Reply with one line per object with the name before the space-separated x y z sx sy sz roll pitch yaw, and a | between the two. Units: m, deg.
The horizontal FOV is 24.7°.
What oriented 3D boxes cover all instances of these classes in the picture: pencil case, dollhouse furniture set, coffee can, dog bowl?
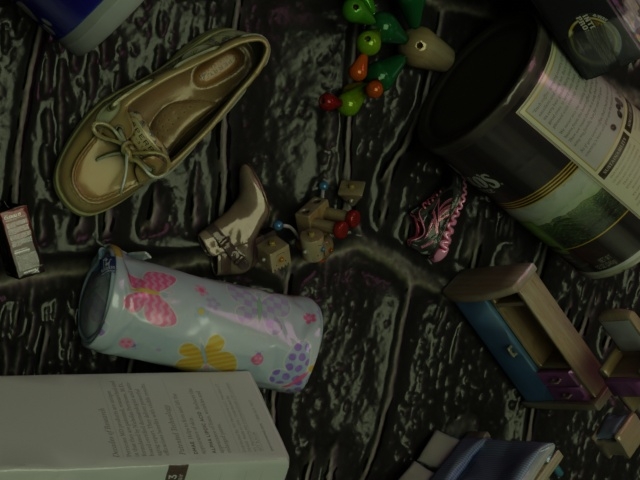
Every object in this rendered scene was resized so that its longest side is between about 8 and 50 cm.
pencil case | -0.134 0.090 1.627 0.273 0.124 0.113 17 126 -23
dollhouse furniture set | 0.203 0.199 1.684 0.303 0.286 0.198 -47 110 -27
coffee can | 0.283 -0.112 1.747 0.275 0.201 0.201 37 79 -21
dog bowl | -0.203 -0.320 1.487 0.104 0.265 0.265 40 78 -18

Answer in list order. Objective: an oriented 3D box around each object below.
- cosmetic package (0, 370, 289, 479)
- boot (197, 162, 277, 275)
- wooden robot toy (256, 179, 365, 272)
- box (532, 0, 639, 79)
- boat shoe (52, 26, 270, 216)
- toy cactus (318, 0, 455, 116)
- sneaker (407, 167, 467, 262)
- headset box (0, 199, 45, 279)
cosmetic package | -0.250 0.262 1.522 0.385 0.156 0.217 -1 125 -24
boot | -0.100 -0.020 1.673 0.087 0.042 0.118 -23 102 -19
wooden robot toy | 0.000 0.000 1.699 0.173 0.076 0.079 -42 140 -39
box | 0.320 -0.420 1.713 0.318 0.097 0.395 55 44 -17
boat shoe | -0.175 -0.137 1.605 0.285 0.089 0.104 -46 110 -14
toy cactus | 0.081 -0.239 1.721 0.180 0.112 0.219 19 83 -42
sneaker | 0.139 -0.036 1.779 0.057 0.047 0.119 19 84 -12
headset box | -0.327 -0.004 1.563 0.032 0.062 0.083 -19 102 -22
